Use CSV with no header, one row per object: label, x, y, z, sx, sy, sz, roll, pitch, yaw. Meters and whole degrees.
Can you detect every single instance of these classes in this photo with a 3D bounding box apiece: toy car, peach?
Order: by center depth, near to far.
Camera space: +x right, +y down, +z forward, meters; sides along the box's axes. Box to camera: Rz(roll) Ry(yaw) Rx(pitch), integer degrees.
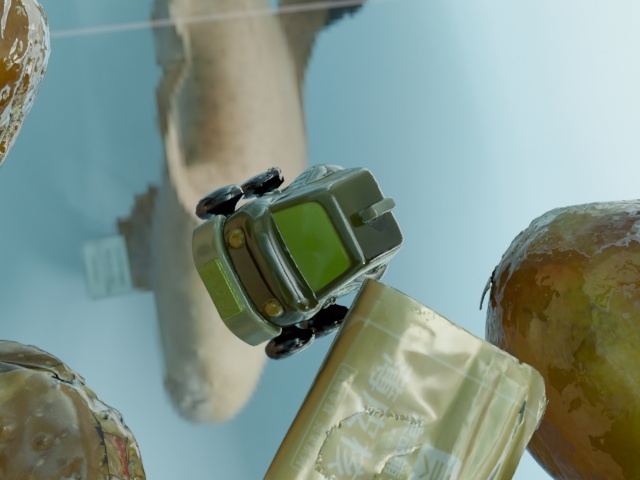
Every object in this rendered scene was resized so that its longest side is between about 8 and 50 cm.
peach,0.347,0.132,1.773,0.290,0.373,0.372,-13,94,-83
toy car,0.000,0.000,1.803,0.198,0.248,0.204,-27,-90,32

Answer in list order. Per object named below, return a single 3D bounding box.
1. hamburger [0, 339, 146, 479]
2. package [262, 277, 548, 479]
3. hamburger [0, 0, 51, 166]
hamburger,-0.194,0.154,0.814,0.106,0.231,0.231,82,-11,-51
package,0.062,0.221,1.343,0.165,0.311,0.221,22,-12,29
hamburger,-0.393,-0.141,1.607,0.289,0.170,0.314,-65,170,21
